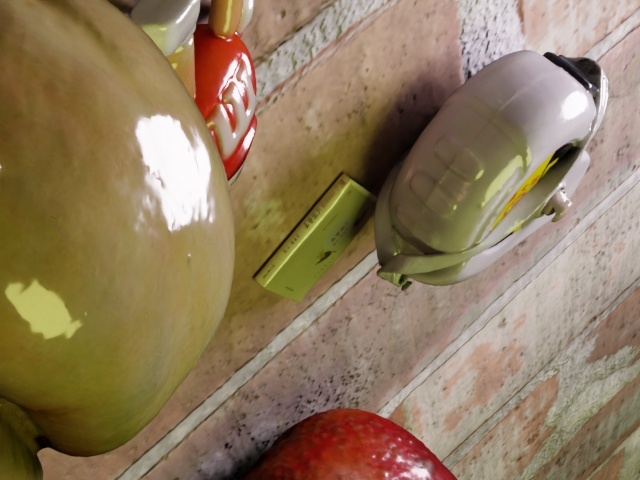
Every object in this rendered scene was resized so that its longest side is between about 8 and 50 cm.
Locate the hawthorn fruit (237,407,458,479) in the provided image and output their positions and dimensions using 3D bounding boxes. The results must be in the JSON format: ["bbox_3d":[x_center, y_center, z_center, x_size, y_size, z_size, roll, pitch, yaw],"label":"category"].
[{"bbox_3d":[0.041,0.313,1.391,0.265,0.307,0.265,-41,162,-17],"label":"hawthorn fruit"}]

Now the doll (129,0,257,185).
[{"bbox_3d":[-0.079,-0.072,0.854,0.183,0.085,0.217,-61,175,-47],"label":"doll"}]

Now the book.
[{"bbox_3d":[0.000,0.000,1.206,0.111,0.014,0.077,-50,156,5],"label":"book"}]

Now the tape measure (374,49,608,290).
[{"bbox_3d":[0.141,-0.062,1.214,0.236,0.120,0.197,-35,159,-37],"label":"tape measure"}]

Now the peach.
[{"bbox_3d":[-0.183,0.003,0.651,0.292,0.247,0.292,-13,129,-16],"label":"peach"}]
